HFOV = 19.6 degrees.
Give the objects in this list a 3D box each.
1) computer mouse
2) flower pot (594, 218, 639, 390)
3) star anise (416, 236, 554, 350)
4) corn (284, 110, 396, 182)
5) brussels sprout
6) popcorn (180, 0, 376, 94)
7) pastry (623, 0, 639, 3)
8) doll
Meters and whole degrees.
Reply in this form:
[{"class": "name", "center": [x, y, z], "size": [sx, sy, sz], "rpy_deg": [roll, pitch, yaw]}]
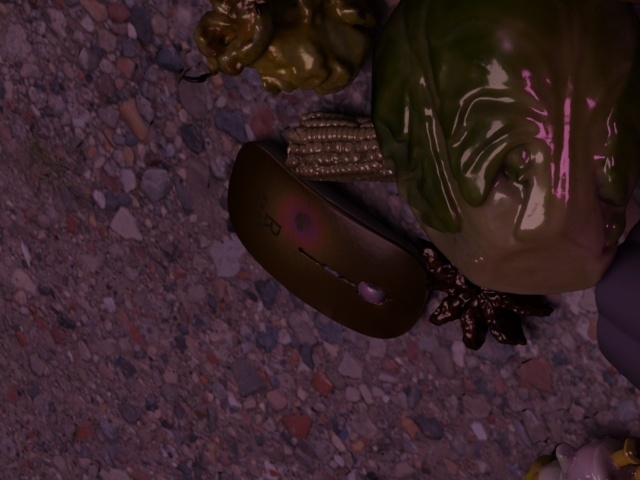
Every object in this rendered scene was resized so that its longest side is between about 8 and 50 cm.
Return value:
[{"class": "computer mouse", "center": [0.000, 0.000, 2.282], "size": [0.310, 0.072, 0.158], "rpy_deg": [37, 133, 20]}, {"class": "flower pot", "center": [0.419, 0.085, 1.852], "size": [0.243, 0.265, 0.265], "rpy_deg": [22, 127, 52]}, {"class": "star anise", "center": [0.171, 0.023, 2.145], "size": [0.177, 0.073, 0.234], "rpy_deg": [-31, 83, 35]}, {"class": "corn", "center": [0.056, -0.109, 2.174], "size": [0.211, 0.087, 0.087], "rpy_deg": [4, 114, 33]}, {"class": "brussels sprout", "center": [0.200, -0.125, 1.872], "size": [0.289, 0.281, 0.354], "rpy_deg": [-29, 63, 52]}, {"class": "popcorn", "center": [-0.039, -0.235, 2.101], "size": [0.173, 0.195, 0.168], "rpy_deg": [-32, 81, 41]}, {"class": "pastry", "center": [0.339, -0.369, 1.708], "size": [0.316, 0.184, 0.284], "rpy_deg": [-27, 99, 33]}, {"class": "doll", "center": [0.309, 0.276, 2.150], "size": [0.129, 0.081, 0.207], "rpy_deg": [36, 146, -23]}]
